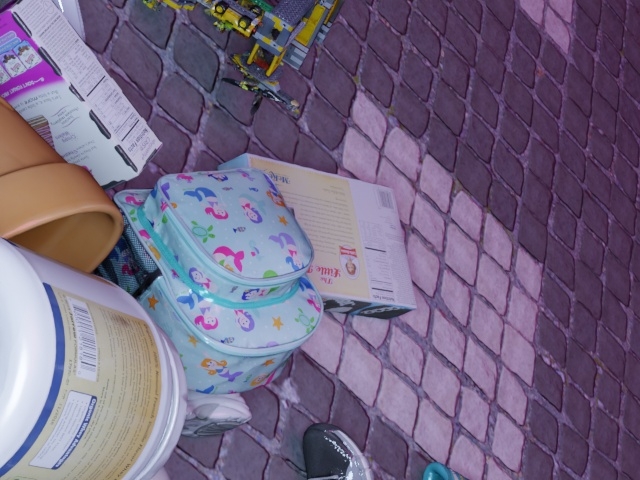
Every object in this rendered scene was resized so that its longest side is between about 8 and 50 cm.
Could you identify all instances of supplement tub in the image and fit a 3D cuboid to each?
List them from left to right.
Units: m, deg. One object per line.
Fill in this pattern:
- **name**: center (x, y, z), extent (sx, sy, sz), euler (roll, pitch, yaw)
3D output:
- **supplement tub**: center (-0.270, 0.124, 1.470), extent (0.316, 0.228, 0.228), euler (32, 46, -65)

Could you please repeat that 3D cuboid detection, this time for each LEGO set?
- **LEGO set**: center (-0.098, -0.319, 2.269), extent (0.255, 0.192, 0.331), euler (27, 41, -3)

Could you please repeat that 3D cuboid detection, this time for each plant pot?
- **plant pot**: center (-0.370, -0.028, 1.654), extent (0.291, 0.291, 0.203), euler (-15, 67, -54)

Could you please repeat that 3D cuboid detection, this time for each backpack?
- **backpack**: center (-0.119, 0.045, 1.923), extent (0.225, 0.191, 0.253), euler (-7, 61, -43)

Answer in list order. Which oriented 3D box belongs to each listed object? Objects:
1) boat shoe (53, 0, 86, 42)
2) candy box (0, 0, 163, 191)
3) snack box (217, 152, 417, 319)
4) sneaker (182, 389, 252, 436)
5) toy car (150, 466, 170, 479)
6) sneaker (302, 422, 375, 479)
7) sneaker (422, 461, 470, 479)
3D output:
- **boat shoe**: center (-0.366, -0.358, 1.978), extent (0.109, 0.094, 0.302), euler (143, -75, -82)
- **candy box**: center (-0.311, -0.154, 1.872), extent (0.233, 0.159, 0.071), euler (54, 39, -19)
- **snack box**: center (0.000, 0.000, 2.271), extent (0.322, 0.060, 0.187), euler (11, 63, -49)
- **sneaker**: center (-0.179, 0.168, 1.945), extent (0.232, 0.090, 0.115), euler (16, 52, -58)
- **toy car**: center (-0.242, 0.264, 1.669), extent (0.210, 0.238, 0.219), euler (14, 61, -48)
- **sneaker**: center (0.015, 0.350, 2.085), extent (0.132, 0.086, 0.229), euler (-26, 94, -52)
- **sneaker**: center (0.139, 0.401, 2.228), extent (0.110, 0.107, 0.275), euler (41, 35, -3)
